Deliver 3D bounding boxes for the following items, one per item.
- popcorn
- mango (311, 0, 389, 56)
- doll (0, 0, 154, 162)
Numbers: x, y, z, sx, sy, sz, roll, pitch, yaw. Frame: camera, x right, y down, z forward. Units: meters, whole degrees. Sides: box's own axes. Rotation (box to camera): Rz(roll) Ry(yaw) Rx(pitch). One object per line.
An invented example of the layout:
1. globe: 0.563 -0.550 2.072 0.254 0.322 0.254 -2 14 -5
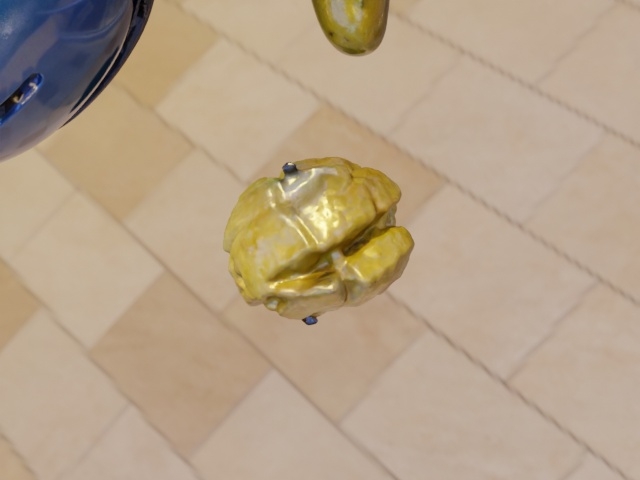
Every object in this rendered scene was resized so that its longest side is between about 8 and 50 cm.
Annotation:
1. popcorn: 0.000 0.000 1.589 0.167 0.152 0.148 2 53 32
2. mango: 0.026 -0.223 1.494 0.076 0.103 0.161 2 74 -8
3. doll: -0.246 -0.180 1.086 0.284 0.310 0.240 -38 36 18
